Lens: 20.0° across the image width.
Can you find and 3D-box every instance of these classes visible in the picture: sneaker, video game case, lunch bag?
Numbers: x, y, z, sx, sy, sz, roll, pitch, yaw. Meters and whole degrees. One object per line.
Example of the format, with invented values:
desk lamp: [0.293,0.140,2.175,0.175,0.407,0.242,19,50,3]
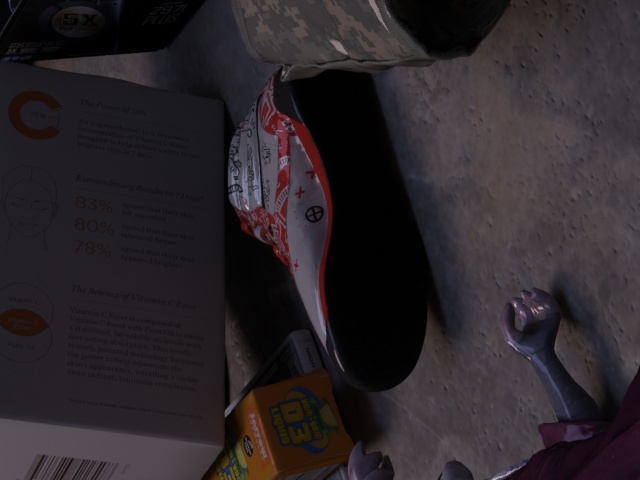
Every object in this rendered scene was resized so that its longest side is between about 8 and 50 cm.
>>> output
sneaker: [0.001,-0.001,1.404,0.145,0.090,0.270,-39,61,60]
video game case: [-0.023,0.193,1.576,0.190,0.022,0.173,-51,54,54]
lunch bag: [0.032,-0.248,1.187,0.235,0.169,0.287,9,101,61]

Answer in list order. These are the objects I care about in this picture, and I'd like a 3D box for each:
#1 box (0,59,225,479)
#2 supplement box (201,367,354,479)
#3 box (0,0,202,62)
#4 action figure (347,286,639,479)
box: [-0.206,0.043,1.562,0.168,0.215,0.345,124,150,-53]
supplement box: [-0.054,0.188,1.525,0.233,0.080,0.078,-48,57,55]
box: [-0.205,-0.226,1.617,0.147,0.180,0.077,-39,63,58]
action figure: [0.175,0.166,1.083,0.275,0.248,0.370,49,146,2]
